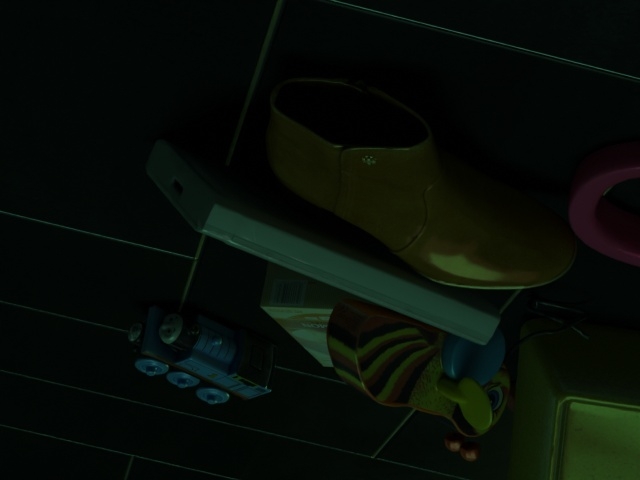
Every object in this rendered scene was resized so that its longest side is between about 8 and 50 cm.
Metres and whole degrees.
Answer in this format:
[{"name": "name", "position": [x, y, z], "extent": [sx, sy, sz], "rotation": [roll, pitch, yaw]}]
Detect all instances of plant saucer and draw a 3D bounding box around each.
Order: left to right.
[{"name": "plant saucer", "position": [0.363, 0.268, 2.033], "extent": [0.333, 0.333, 0.081], "rotation": [7, -157, 12]}]

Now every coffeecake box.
[{"name": "coffeecake box", "position": [0.039, 0.078, 2.038], "extent": [0.142, 0.068, 0.185], "rotation": [0, 157, 24]}]

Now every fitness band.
[{"name": "fitness band", "position": [0.361, -0.014, 1.644], "extent": [0.291, 0.054, 0.209], "rotation": [11, 160, 6]}]

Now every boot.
[{"name": "boot", "position": [0.092, -0.048, 1.626], "extent": [0.295, 0.104, 0.211], "rotation": [16, 162, 3]}]

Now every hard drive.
[{"name": "hard drive", "position": [0.000, 0.000, 1.763], "extent": [0.307, 0.040, 0.203], "rotation": [23, -170, -25]}]

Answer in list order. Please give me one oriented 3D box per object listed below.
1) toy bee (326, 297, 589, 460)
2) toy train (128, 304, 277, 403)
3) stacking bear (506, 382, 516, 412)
[{"name": "toy bee", "position": [0.135, 0.145, 1.883], "extent": [0.298, 0.162, 0.195], "rotation": [8, -168, -15]}, {"name": "toy train", "position": [-0.143, 0.137, 2.286], "extent": [0.184, 0.080, 0.105], "rotation": [29, 144, -34]}, {"name": "stacking bear", "position": [0.300, 0.330, 2.236], "extent": [0.175, 0.289, 0.164], "rotation": [-5, 154, 37]}]
